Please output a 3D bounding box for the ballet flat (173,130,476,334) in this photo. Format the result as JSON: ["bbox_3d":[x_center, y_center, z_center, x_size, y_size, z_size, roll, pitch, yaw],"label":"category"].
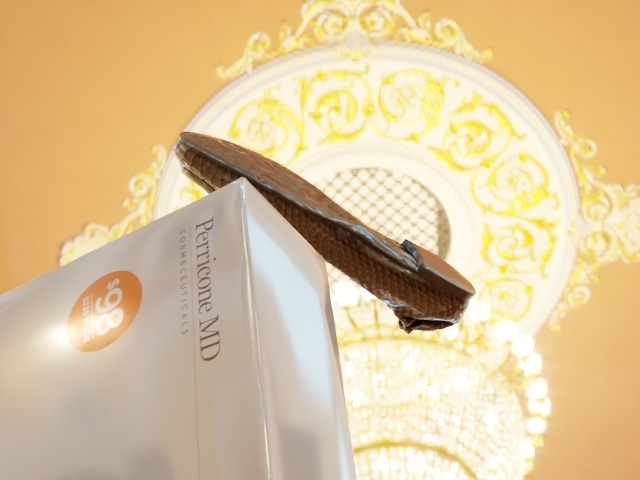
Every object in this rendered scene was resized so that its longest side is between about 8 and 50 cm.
[{"bbox_3d":[0.000,0.000,0.757,0.249,0.084,0.058,29,-73,-19],"label":"ballet flat"}]

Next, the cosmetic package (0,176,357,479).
[{"bbox_3d":[-0.117,0.185,0.474,0.284,0.377,0.097,-23,-42,17],"label":"cosmetic package"}]
